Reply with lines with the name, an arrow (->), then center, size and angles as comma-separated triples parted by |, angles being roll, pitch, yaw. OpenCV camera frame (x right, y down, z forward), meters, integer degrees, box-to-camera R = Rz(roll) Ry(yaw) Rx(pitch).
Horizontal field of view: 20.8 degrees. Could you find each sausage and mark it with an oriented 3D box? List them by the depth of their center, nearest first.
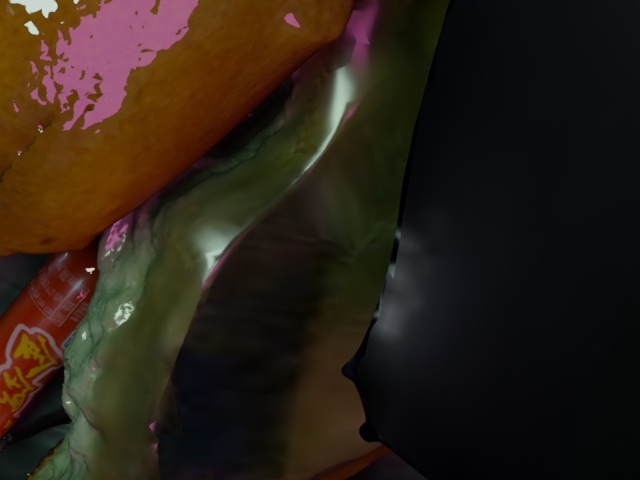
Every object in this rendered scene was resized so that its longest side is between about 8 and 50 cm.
sausage -> -0.136, 0.044, 0.870 | 0.050, 0.048, 0.145 | 43, 110, 2

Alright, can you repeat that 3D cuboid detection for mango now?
mango -> -0.087, -0.121, 0.666 | 0.287, 0.201, 0.152 | -47, 171, 18

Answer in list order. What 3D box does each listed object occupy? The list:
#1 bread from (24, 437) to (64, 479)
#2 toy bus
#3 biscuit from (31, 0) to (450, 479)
bread -> -0.124, 0.190, 0.947 | 0.139, 0.095, 0.269 | -19, 144, 10
toy bus -> 0.147, -0.071, 0.709 | 0.162, 0.171, 0.386 | -20, 128, -62
biscuit -> 0.000, 0.000, 0.805 | 0.329, 0.078, 0.335 | -25, 134, -27
